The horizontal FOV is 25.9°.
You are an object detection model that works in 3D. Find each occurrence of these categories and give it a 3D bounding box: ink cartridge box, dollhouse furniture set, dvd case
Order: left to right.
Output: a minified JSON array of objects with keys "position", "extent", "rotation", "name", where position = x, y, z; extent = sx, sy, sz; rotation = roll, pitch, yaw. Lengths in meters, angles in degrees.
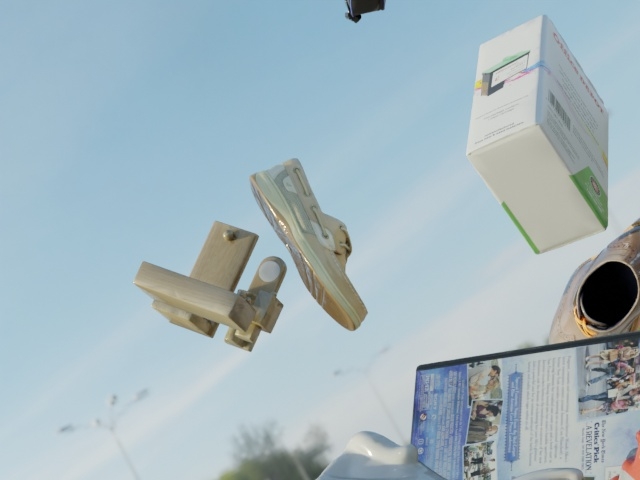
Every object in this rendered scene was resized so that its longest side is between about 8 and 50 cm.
[{"position":[-0.100,0.027,1.422],"extent":[0.123,0.144,0.151],"rotation":[-66,-26,-14],"name":"dollhouse furniture set"},{"position":[0.193,0.184,1.286],"extent":[0.253,0.180,0.022],"rotation":[-13,-33,34],"name":"dvd case"},{"position":[0.310,-0.152,1.948],"extent":[0.117,0.201,0.278],"rotation":[-23,32,28],"name":"ink cartridge box"}]

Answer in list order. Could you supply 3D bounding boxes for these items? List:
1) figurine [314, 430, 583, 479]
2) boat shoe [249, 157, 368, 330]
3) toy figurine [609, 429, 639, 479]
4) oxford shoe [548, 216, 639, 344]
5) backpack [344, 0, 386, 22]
[{"position":[0.105,0.259,1.044],"extent":[0.209,0.215,0.092],"rotation":[1,7,29],"name":"figurine"},{"position":[0.000,0.000,2.132],"extent":[0.098,0.302,0.109],"rotation":[-27,-26,-12],"name":"boat shoe"},{"position":[0.307,0.202,0.971],"extent":[0.209,0.213,0.148],"rotation":[-34,-44,-64],"name":"toy figurine"},{"position":[0.402,0.090,2.022],"extent":[0.133,0.130,0.363],"rotation":[-33,-20,-32],"name":"oxford shoe"},{"position":[0.056,-0.356,1.758],"extent":[0.084,0.114,0.105],"rotation":[-15,-31,-3],"name":"backpack"}]
